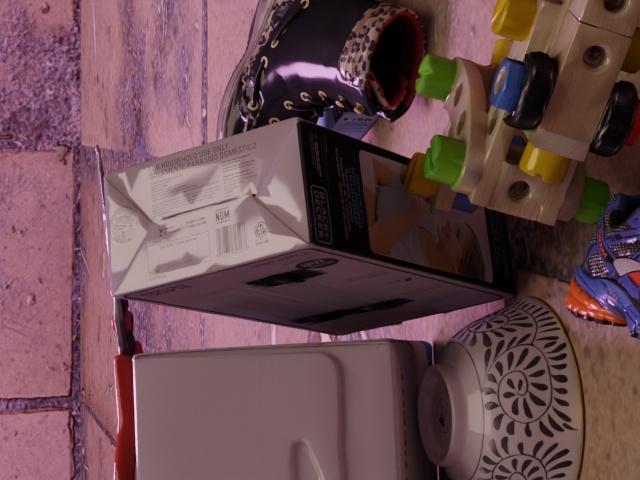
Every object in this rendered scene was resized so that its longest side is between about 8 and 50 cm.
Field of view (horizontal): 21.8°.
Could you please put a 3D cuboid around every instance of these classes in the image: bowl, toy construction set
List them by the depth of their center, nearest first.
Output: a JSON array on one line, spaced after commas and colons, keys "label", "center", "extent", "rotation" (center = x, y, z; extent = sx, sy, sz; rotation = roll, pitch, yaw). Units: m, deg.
[{"label": "toy construction set", "center": [0.143, -0.150, 1.050], "extent": [0.215, 0.151, 0.328], "rotation": [-102, 14, -69]}, {"label": "bowl", "center": [0.121, 0.127, 1.221], "extent": [0.170, 0.080, 0.170], "rotation": [178, 90, -72]}]

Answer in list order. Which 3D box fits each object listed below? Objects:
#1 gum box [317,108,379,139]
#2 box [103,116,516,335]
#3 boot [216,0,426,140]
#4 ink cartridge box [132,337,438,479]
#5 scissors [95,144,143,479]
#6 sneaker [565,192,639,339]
[{"label": "gum box", "center": [0.004, -0.162, 1.637], "extent": [0.184, 0.041, 0.157], "rotation": [136, 131, -65]}, {"label": "box", "center": [0.000, 0.000, 1.191], "extent": [0.169, 0.290, 0.087], "rotation": [-15, 74, 31]}, {"label": "boot", "center": [-0.003, -0.123, 1.488], "extent": [0.178, 0.085, 0.236], "rotation": [30, 109, 49]}, {"label": "ink cartridge box", "center": [-0.016, 0.179, 1.306], "extent": [0.270, 0.197, 0.198], "rotation": [24, -116, -80]}, {"label": "scissors", "center": [-0.144, 0.074, 1.236], "extent": [0.109, 0.021, 0.297], "rotation": [-36, -58, -78]}, {"label": "sneaker", "center": [0.207, 0.015, 0.948], "extent": [0.221, 0.083, 0.087], "rotation": [-162, 80, -68]}]
